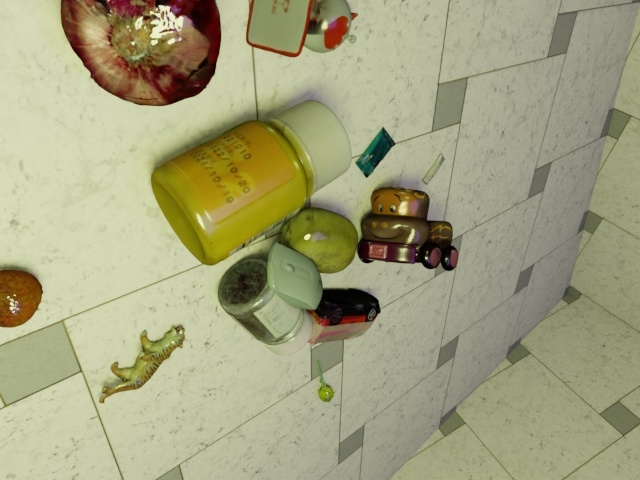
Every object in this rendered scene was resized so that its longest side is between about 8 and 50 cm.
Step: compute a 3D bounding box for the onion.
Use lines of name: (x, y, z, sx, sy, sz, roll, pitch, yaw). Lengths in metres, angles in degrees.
onion: (-0.272, -0.346, 0.753, 0.252, 0.219, 0.252, 2, 132, 3)

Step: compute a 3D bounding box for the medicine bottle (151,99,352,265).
medicine bottle: (-0.134, -0.135, 0.995, 0.384, 0.224, 0.224, -34, 135, -23)

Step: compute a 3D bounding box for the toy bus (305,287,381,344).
toy bus: (0.054, 0.234, 1.493, 0.303, 0.127, 0.147, 7, 114, -48)

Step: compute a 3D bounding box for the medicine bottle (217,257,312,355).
medicine bottle: (-0.137, 0.180, 1.240, 0.165, 0.165, 0.273, -45, 140, -13)

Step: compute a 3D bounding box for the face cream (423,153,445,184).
face cream: (0.385, -0.240, 1.594, 0.115, 0.020, 0.038, -54, 139, -5)

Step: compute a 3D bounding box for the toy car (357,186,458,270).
toy car: (0.273, -0.035, 1.468, 0.341, 0.271, 0.240, 4, 92, -49)

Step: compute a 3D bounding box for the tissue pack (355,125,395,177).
tissue pack: (0.162, -0.251, 1.365, 0.138, 0.028, 0.085, -55, 139, -8)

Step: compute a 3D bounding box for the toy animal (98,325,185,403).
toy animal: (-0.419, 0.294, 1.116, 0.241, 0.057, 0.099, -50, 139, -9)

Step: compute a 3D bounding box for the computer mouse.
computer mouse: (-0.054, 0.093, 1.156, 0.231, 0.079, 0.127, 43, 39, -55)

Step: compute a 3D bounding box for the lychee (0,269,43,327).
lychee: (-0.560, 0.103, 0.822, 0.140, 0.101, 0.114, -36, 105, -41)

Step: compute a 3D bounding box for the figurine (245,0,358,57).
figurine: (-0.008, -0.468, 0.983, 0.226, 0.160, 0.183, -12, 123, -51)

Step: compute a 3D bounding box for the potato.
potato: (-0.002, 0.001, 1.266, 0.228, 0.148, 0.197, 8, 125, -32)

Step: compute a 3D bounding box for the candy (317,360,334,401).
candy: (0.010, 0.500, 1.683, 0.058, 0.062, 0.193, -6, 120, 10)
